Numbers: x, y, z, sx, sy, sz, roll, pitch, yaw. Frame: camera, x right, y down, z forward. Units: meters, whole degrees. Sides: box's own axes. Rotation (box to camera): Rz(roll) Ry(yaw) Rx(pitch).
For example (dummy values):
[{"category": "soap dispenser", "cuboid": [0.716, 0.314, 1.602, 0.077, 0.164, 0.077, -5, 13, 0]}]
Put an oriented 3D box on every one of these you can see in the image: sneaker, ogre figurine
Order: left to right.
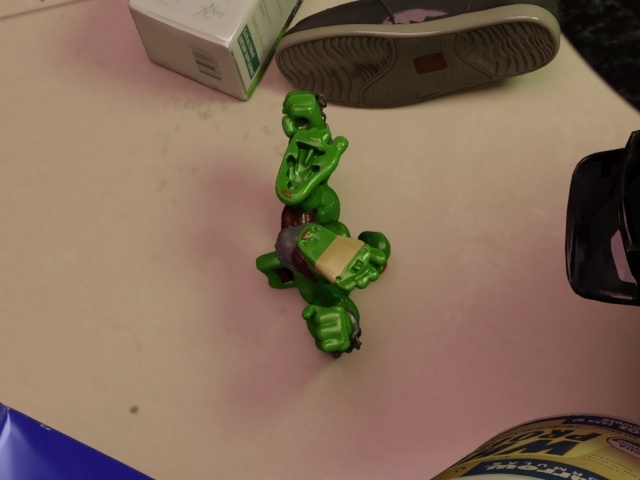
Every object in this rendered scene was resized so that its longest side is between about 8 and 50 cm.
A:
[{"category": "ogre figurine", "cuboid": [0.000, 0.000, 1.302, 0.096, 0.118, 0.197, -26, 69, -9]}, {"category": "sneaker", "cuboid": [0.077, -0.177, 1.400, 0.222, 0.083, 0.118, -5, 48, 11]}]

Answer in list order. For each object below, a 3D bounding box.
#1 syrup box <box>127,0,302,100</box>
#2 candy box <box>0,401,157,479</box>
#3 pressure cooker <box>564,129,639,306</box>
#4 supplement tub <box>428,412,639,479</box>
[{"category": "syrup box", "cuboid": [-0.052, -0.243, 1.421, 0.096, 0.093, 0.237, 23, 72, 15]}, {"category": "candy box", "cuboid": [-0.133, 0.287, 1.106, 0.317, 0.122, 0.268, 32, 66, -23]}, {"category": "pressure cooker", "cuboid": [0.380, 0.016, 1.070, 0.370, 0.420, 0.375, -40, 66, 1]}, {"category": "supplement tub", "cuboid": [0.124, 0.231, 1.016, 0.228, 0.316, 0.228, 2, 95, 21]}]
